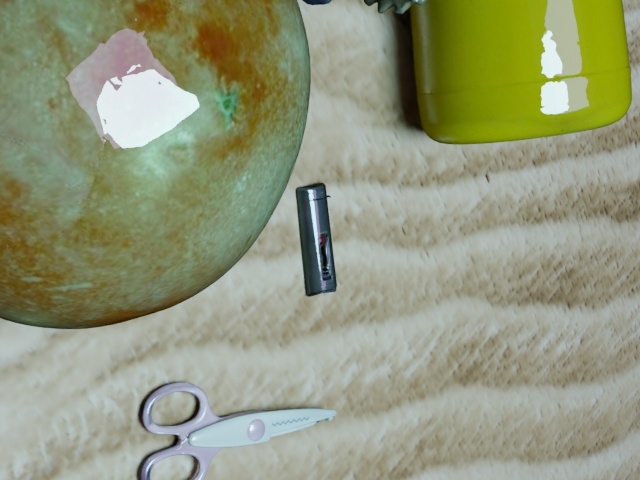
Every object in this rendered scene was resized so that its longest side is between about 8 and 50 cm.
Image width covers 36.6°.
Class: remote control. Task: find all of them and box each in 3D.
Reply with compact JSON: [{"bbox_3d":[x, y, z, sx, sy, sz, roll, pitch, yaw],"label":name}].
[{"bbox_3d":[0.000,0.000,0.783,0.034,0.016,0.091,-15,105,-35],"label":"remote control"}]

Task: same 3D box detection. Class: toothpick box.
[{"bbox_3d":[0.154,-0.223,0.789,0.175,0.175,0.271,-16,102,-39],"label":"toothpick box"}]

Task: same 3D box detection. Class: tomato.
[{"bbox_3d":[-0.123,-0.084,0.529,0.270,0.222,0.270,-10,105,-39],"label":"tomato"}]

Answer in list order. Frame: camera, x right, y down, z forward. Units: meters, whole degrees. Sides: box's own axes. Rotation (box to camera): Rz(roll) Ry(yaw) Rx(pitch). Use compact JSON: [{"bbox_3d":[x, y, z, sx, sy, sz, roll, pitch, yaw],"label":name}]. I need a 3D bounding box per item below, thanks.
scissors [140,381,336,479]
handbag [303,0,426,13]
[{"bbox_3d":[-0.059,0.146,0.745,0.176,0.022,0.085,-1,93,-38],"label":"scissors"},{"bbox_3d":[0.051,-0.303,0.598,0.122,0.303,0.329,13,87,-39],"label":"handbag"}]
